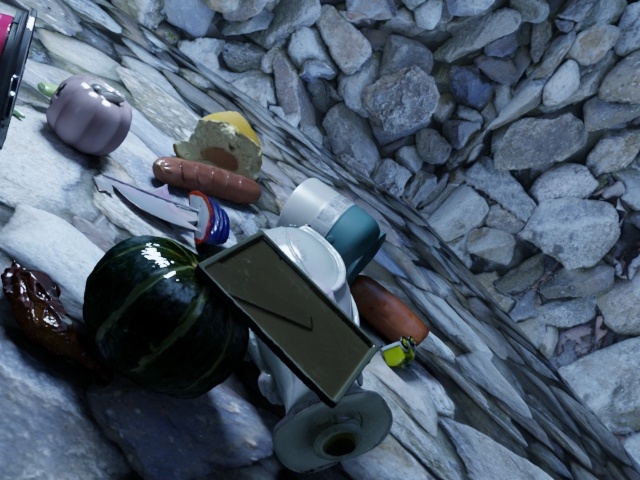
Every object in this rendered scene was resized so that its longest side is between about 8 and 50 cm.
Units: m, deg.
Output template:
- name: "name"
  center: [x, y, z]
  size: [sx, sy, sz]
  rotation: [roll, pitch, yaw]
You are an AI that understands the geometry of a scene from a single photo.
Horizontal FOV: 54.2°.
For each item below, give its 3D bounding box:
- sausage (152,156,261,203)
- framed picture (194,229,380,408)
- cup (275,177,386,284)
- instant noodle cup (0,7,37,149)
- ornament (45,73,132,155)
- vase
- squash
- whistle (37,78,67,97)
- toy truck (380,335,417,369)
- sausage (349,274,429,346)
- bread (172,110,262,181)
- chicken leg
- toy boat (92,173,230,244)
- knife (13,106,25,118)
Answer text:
- name: "sausage"
  center: [-0.297, -0.159, 1.670]
  size: [0.088, 0.088, 0.433]
  rotation: [47, 16, 25]
- name: "framed picture"
  center: [-0.041, 0.102, 0.905]
  size: [0.265, 0.018, 0.192]
  rotation: [45, 26, 7]
- name: "cup"
  center: [0.000, 0.000, 1.656]
  size: [0.258, 0.219, 0.290]
  rotation: [34, 50, 14]
- name: "instant noodle cup"
  center: [-0.614, -0.305, 1.078]
  size: [0.182, 0.258, 0.302]
  rotation: [15, 12, -27]
- name: "ornament"
  center: [-0.501, -0.281, 1.374]
  size: [0.177, 0.177, 0.177]
  rotation: [36, 15, -12]
- name: "vase"
  center: [-0.032, 0.171, 1.089]
  size: [0.250, 0.250, 0.445]
  rotation: [29, 23, -34]
- name: "squash"
  center: [-0.220, 0.104, 0.905]
  size: [0.252, 0.165, 0.252]
  rotation: [43, 3, -3]
- name: "whistle"
  center: [-0.577, -0.331, 1.492]
  size: [0.105, 0.085, 0.227]
  rotation: [44, 14, 18]
- name: "toy truck"
  center: [0.207, 0.291, 1.597]
  size: [0.111, 0.076, 0.077]
  rotation: [11, 55, -56]
- name: "sausage"
  center: [0.174, 0.194, 1.714]
  size: [0.259, 0.113, 0.113]
  rotation: [41, 15, 9]
- name: "bread"
  center: [-0.269, -0.247, 1.810]
  size: [0.211, 0.183, 0.224]
  rotation: [47, 18, 7]
- name: "chicken leg"
  center: [-0.354, 0.106, 0.830]
  size: [0.219, 0.048, 0.089]
  rotation: [46, 15, 19]
- name: "toy boat"
  center: [-0.324, -0.067, 1.377]
  size: [0.219, 0.072, 0.318]
  rotation: [46, 19, 32]
- name: "knife"
  center: [-0.699, -0.321, 1.310]
  size: [0.207, 0.014, 0.030]
  rotation: [38, 17, -1]
